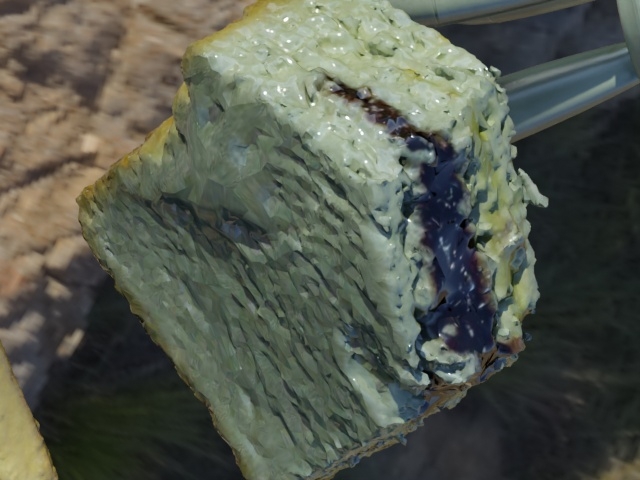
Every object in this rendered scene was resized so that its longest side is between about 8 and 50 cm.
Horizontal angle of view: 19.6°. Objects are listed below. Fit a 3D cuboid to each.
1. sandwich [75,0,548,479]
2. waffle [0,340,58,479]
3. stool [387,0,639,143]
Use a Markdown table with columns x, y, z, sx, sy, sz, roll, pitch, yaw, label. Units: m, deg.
| x | y | z | sx | sy | sz | roll | pitch | yaw | label |
| --- | --- | --- | --- | --- | --- | --- | --- | --- | --- |
| 0.000 | -0.001 | 1.138 | 0.131 | 0.325 | 0.262 | -28 | 80 | -35 | sandwich |
| -0.340 | 0.110 | 1.607 | 0.057 | 0.168 | 0.274 | -42 | 120 | -47 | waffle |
| 0.149 | -0.182 | 1.303 | 0.195 | 0.198 | 0.195 | 63 | 25 | -47 | stool |
